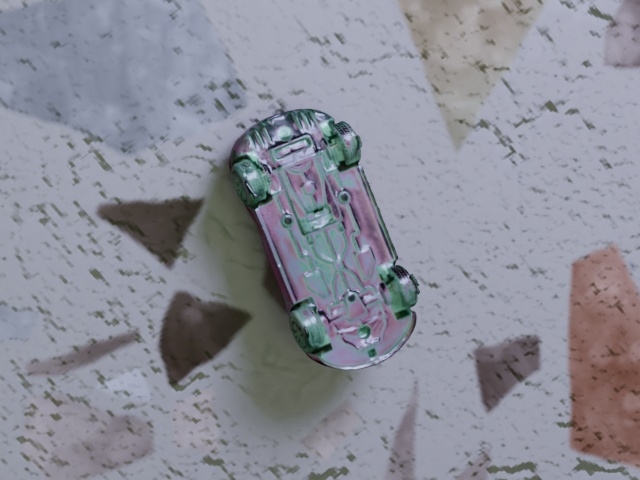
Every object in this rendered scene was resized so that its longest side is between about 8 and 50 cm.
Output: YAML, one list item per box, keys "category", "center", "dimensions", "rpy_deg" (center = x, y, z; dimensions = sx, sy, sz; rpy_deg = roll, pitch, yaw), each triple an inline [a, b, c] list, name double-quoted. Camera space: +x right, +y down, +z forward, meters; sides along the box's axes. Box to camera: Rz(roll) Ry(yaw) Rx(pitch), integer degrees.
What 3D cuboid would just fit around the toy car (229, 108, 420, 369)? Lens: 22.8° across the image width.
- category: "toy car"
  center: [0.000, 0.000, 0.844]
  dimensions: [0.069, 0.055, 0.142]
  rpy_deg: [-23, 95, -18]
